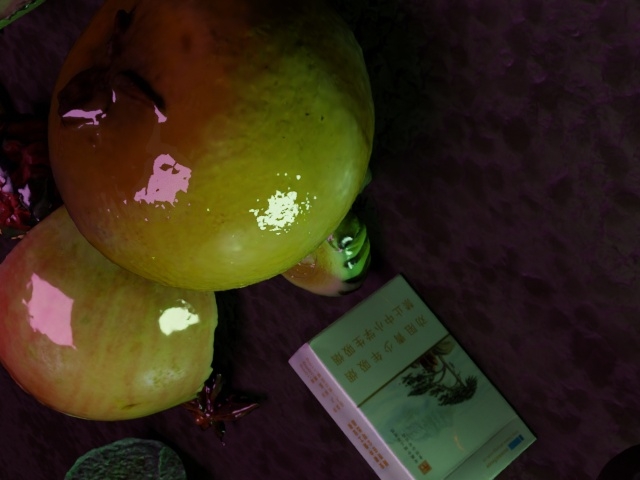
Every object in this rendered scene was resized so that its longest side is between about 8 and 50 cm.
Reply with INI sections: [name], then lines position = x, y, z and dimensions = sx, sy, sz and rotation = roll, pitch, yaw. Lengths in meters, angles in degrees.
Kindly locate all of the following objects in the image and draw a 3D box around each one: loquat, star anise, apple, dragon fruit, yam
[loquat]
position = -0.086, -0.108, 1.343
dimensions = 0.328, 0.359, 0.329
rotation = -17, 66, 42
[star anise]
position = -0.167, 0.211, 1.972
dimensions = 0.157, 0.053, 0.212
rotation = 51, 150, 6
[apple]
position = -0.281, 0.086, 1.854
dimensions = 0.314, 0.252, 0.309
rotation = 20, 146, -6
[dragon fruit]
position = -0.413, -0.093, 1.914
dimensions = 0.188, 0.182, 0.182
rotation = -10, 112, 37
[yam]
position = -0.297, 0.457, 2.250
dimensions = 0.202, 0.201, 0.271
rotation = 17, 132, 18

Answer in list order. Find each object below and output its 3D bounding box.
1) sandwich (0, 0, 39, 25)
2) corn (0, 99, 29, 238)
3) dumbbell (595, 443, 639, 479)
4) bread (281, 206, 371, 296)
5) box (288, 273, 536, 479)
[sandwich]
position = -0.364, -0.308, 1.693
dimensions = 0.063, 0.245, 0.212
rotation = 58, -176, -13
[corn]
position = -0.479, -0.116, 2.063
dimensions = 0.081, 0.081, 0.248
rotation = 22, 137, 42
[dumbbell]
position = 0.314, 0.307, 1.333
dimensions = 0.140, 0.124, 0.225
rotation = 36, 144, 30
[bread]
position = 0.000, 0.000, 1.520
dimensions = 0.130, 0.071, 0.139
rotation = 31, 146, 24
[box]
position = 0.098, 0.170, 1.476
dimensions = 0.233, 0.149, 0.067
rotation = 51, 152, 8
